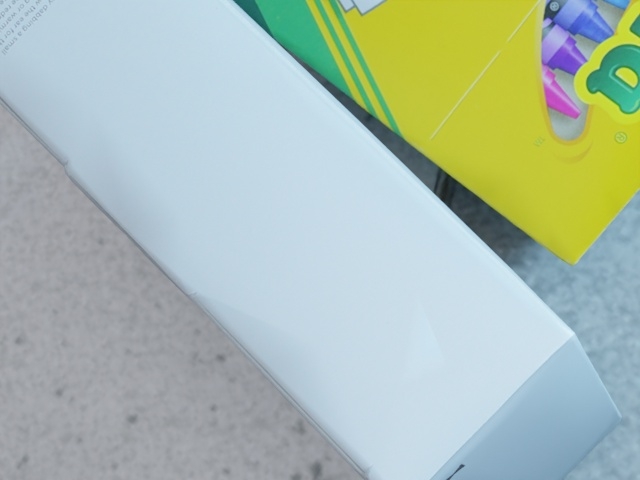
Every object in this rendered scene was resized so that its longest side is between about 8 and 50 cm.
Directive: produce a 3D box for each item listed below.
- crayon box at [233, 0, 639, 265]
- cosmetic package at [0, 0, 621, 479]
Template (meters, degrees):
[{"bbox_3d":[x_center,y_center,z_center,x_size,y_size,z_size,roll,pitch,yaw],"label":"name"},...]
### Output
[{"bbox_3d":[0.117,-0.225,0.828,0.313,0.106,0.363,37,112,-1],"label":"crayon box"},{"bbox_3d":[0.000,0.000,0.773,0.097,0.377,0.284,-44,74,2],"label":"cosmetic package"}]
